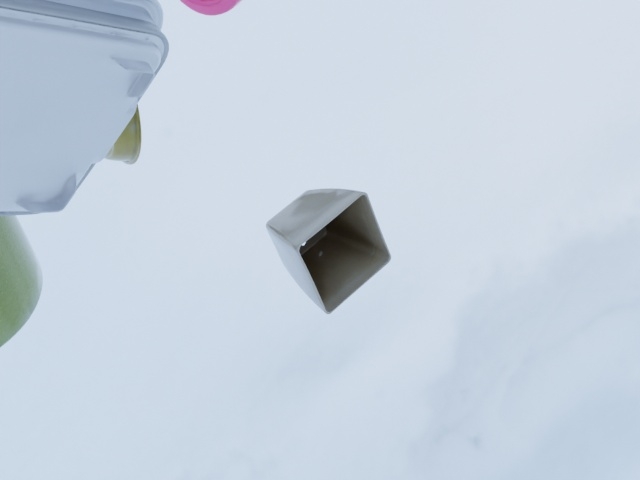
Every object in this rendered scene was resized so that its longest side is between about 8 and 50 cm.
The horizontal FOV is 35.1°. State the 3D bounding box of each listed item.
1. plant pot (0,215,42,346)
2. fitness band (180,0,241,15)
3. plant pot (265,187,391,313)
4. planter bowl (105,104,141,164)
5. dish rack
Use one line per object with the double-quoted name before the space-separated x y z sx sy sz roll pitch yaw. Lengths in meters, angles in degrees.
"plant pot" -0.481 -0.039 1.137 0.275 0.293 0.274 -1 41 1
"fitness band" -0.183 -0.482 1.600 0.209 0.291 0.054 41 54 -1
"plant pot" 0.000 0.000 1.183 0.109 0.109 0.096 -40 41 -21
"planter bowl" -0.331 -0.196 1.389 0.090 0.217 0.217 -21 51 -25
"dish rack" -0.299 -0.114 0.915 0.072 0.333 0.285 52 119 21
